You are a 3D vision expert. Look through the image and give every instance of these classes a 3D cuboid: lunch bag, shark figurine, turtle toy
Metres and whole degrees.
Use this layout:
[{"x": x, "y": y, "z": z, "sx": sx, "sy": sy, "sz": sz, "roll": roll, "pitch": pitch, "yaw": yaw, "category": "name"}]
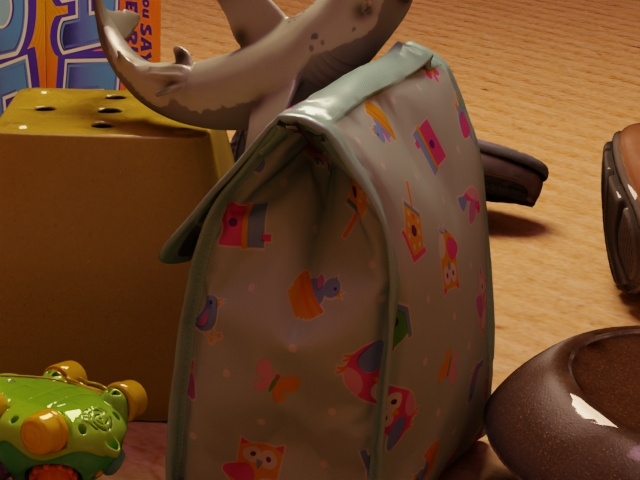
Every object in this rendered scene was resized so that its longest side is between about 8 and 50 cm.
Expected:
[{"x": 0.014, "y": 0.022, "z": 1.103, "sx": 0.160, "sy": 0.262, "sz": 0.223, "roll": 9, "pitch": 19, "yaw": 21, "category": "lunch bag"}, {"x": -0.057, "y": -0.103, "z": 1.221, "sx": 0.278, "sy": 0.166, "sz": 0.116, "roll": 5, "pitch": -19, "yaw": 37, "category": "shark figurine"}, {"x": -0.170, "y": 0.115, "z": 1.108, "sx": 0.130, "sy": 0.066, "sz": 0.095, "roll": 13, "pitch": 18, "yaw": 34, "category": "turtle toy"}]

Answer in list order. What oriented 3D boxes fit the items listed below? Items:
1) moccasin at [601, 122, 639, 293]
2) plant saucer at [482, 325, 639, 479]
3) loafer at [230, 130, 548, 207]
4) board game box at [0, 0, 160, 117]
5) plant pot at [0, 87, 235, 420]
[{"x": 0.323, "y": -0.035, "z": 1.586, "sx": 0.147, "sy": 0.139, "sz": 0.380, "roll": -2, "pitch": 5, "yaw": 18, "category": "moccasin"}, {"x": 0.255, "y": 0.118, "z": 1.116, "sx": 0.310, "sy": 0.050, "sz": 0.310, "roll": 10, "pitch": 17, "yaw": -3, "category": "plant saucer"}, {"x": 0.057, "y": -0.056, "z": 1.715, "sx": 0.302, "sy": 0.095, "sz": 0.109, "roll": 11, "pitch": -12, "yaw": 15, "category": "loafer"}, {"x": -0.400, "y": -0.249, "z": 1.785, "sx": 0.356, "sy": 0.356, "sz": 0.356, "roll": 13, "pitch": 20, "yaw": 31, "category": "board game box"}, {"x": -0.148, "y": -0.001, "z": 1.289, "sx": 0.212, "sy": 0.187, "sz": 0.212, "roll": 2, "pitch": 17, "yaw": -1, "category": "plant pot"}]
